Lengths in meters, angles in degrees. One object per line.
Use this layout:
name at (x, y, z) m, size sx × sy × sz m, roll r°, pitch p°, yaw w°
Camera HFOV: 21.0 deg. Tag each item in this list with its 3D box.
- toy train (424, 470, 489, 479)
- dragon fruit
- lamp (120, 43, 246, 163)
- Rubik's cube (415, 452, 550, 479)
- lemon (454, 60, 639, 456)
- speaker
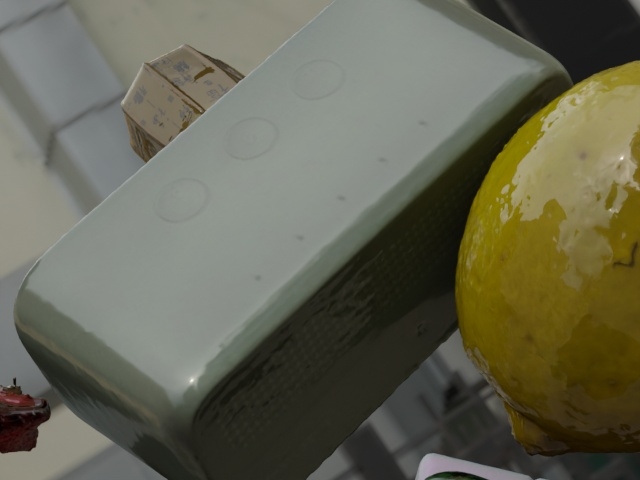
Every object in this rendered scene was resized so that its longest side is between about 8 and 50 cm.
toy train at (0.099, 0.299, 0.964) m, size 0.178 × 0.330 × 0.138 m, roll 5°, pitch -5°, yaw 15°
dragon fruit at (-0.364, 0.162, 1.727) m, size 0.192 × 0.092 × 0.122 m, roll 1°, pitch -38°, yaw -24°
lamp at (-0.140, -0.137, 2.055) m, size 0.161 × 0.185 × 0.161 m, roll -24°, pitch -46°, yaw -28°
Rubik's cube at (0.193, 0.430, 1.534) m, size 0.318 × 0.316 × 0.322 m, roll -75°, pitch -5°, yaw -47°
lemon at (0.208, 0.012, 1.137) m, size 0.263 × 0.236 × 0.236 m, roll -35°, pitch -9°, yaw 29°
speaker at (0.000, 0.000, 1.237) m, size 0.406 × 0.184 × 0.183 m, roll -43°, pitch -42°, yaw -17°
